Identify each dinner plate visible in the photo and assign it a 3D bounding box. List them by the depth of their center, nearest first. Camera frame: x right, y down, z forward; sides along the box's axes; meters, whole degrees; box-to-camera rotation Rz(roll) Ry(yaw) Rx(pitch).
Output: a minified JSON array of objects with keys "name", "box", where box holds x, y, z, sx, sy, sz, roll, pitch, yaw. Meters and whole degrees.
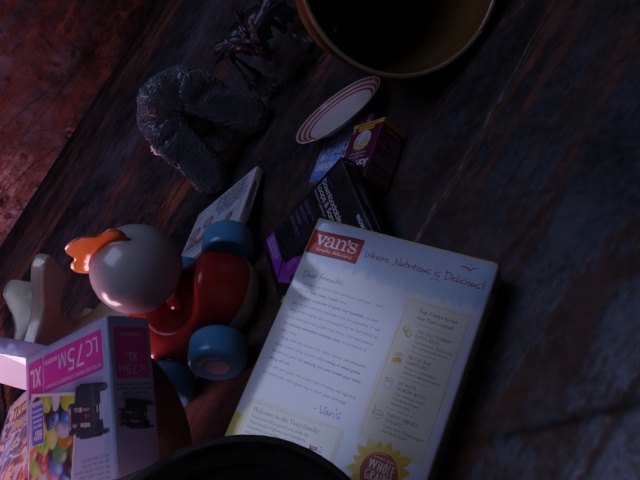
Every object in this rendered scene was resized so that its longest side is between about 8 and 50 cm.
[{"name":"dinner plate","box":[0.027,-0.175,0.856,0.141,0.017,0.141,-33,23,16]}]

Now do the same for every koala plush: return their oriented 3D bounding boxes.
[{"name":"koala plush","box":[-0.235,-0.218,1.129,0.196,0.203,0.221,-56,20,1]}]

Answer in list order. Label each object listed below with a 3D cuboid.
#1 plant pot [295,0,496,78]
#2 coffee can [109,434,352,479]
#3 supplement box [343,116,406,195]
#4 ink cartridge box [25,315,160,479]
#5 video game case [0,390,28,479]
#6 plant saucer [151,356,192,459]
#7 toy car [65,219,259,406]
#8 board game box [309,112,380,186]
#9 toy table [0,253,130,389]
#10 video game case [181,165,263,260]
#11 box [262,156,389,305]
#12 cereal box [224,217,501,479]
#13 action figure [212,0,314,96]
[{"name":"plant pot","box":[0.059,-0.324,0.800,0.237,0.237,0.254,-56,19,2]},{"name":"coffee can","box":[-0.100,0.255,0.429,0.275,0.202,0.201,-39,33,53]},{"name":"supplement box","box":[0.060,-0.098,0.745,0.055,0.043,0.083,-6,58,49]},{"name":"ink cartridge box","box":[-0.246,0.254,0.667,0.186,0.065,0.310,-25,68,36]},{"name":"video game case","box":[-0.530,0.360,1.147,0.275,0.035,0.248,-39,37,27]},{"name":"plant saucer","box":[-0.234,0.220,0.756,0.199,0.036,0.198,12,109,37]},{"name":"toy car","box":[-0.224,0.060,0.807,0.210,0.238,0.219,-35,38,31]},{"name":"board game box","box":[0.032,-0.117,0.821,0.090,0.020,0.090,-9,56,51]},{"name":"toy table","box":[-0.439,0.152,1.030,0.252,0.275,0.160,102,-178,-57]},{"name":"video game case","box":[-0.158,-0.032,0.978,0.157,0.019,0.143,-35,28,31]},{"name":"box","box":[0.000,0.000,0.712,0.162,0.029,0.116,-45,48,30]},{"name":"cereal box","box":[0.034,0.110,0.530,0.173,0.047,0.240,16,72,25]},{"name":"action figure","box":[-0.092,-0.349,1.080,0.164,0.141,0.275,-42,20,20]}]
